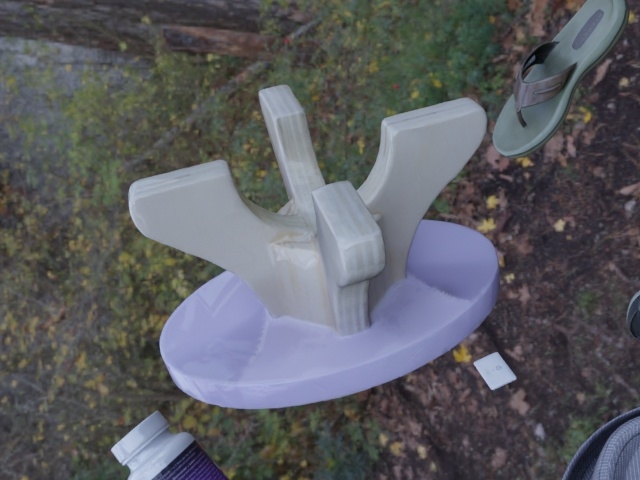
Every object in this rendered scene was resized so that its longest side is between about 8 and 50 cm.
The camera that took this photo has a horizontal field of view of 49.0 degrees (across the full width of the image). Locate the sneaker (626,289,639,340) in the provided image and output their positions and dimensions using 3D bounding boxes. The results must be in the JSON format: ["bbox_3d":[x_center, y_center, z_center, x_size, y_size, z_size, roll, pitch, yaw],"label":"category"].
[{"bbox_3d":[0.590,0.139,1.223,0.083,0.118,0.222,23,145,12],"label":"sneaker"}]

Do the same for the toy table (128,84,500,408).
[{"bbox_3d":[0.000,0.000,0.525,0.252,0.274,0.160,46,154,52],"label":"toy table"}]

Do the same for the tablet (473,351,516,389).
[{"bbox_3d":[0.341,0.254,1.376,0.083,0.054,0.006,-117,4,-56],"label":"tablet"}]

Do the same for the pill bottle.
[{"bbox_3d":[-0.189,0.329,0.946,0.193,0.108,0.108,49,148,3],"label":"pill bottle"}]

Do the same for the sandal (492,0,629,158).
[{"bbox_3d":[0.366,-0.273,1.136,0.302,0.086,0.120,-60,36,26],"label":"sandal"}]

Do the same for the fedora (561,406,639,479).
[{"bbox_3d":[0.301,0.250,0.565,0.244,0.124,0.275,-1,59,31],"label":"fedora"}]
